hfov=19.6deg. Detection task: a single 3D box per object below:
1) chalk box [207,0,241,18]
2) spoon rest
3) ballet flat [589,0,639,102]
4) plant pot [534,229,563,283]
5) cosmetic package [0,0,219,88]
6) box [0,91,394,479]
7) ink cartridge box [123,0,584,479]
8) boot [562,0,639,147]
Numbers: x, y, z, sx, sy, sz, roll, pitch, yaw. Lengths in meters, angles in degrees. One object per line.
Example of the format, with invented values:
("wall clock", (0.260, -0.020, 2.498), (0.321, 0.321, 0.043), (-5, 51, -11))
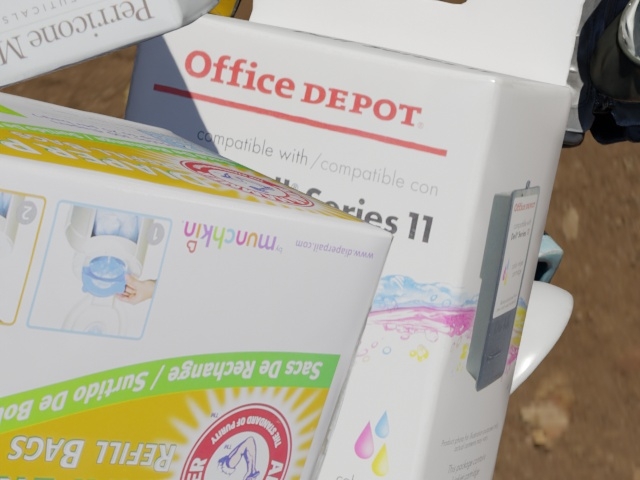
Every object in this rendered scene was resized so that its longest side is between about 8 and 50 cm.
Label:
("chalk box", (-0.110, -0.327, 1.273), (0.179, 0.289, 0.180), (13, 137, -12))
("spoon rest", (0.103, 0.069, 1.236), (0.084, 0.276, 0.137), (43, 95, -11))
("ballet flat", (0.284, -0.160, 1.245), (0.280, 0.095, 0.096), (-7, 149, 41))
("plant pot", (0.013, 0.014, 1.604), (0.248, 0.252, 0.247), (-14, 147, -27))
("cosmetic package", (-0.135, -0.182, 0.746), (0.117, 0.085, 0.231), (-17, 103, 13))
("box", (-0.097, 0.017, 0.487), (0.114, 0.203, 0.103), (26, 101, 44))
("ink cartridge box", (0.000, 0.000, 0.956), (0.207, 0.119, 0.353), (14, 98, 25))
("boot", (0.274, -0.191, 1.457), (0.338, 0.118, 0.223), (-14, 83, -6))
